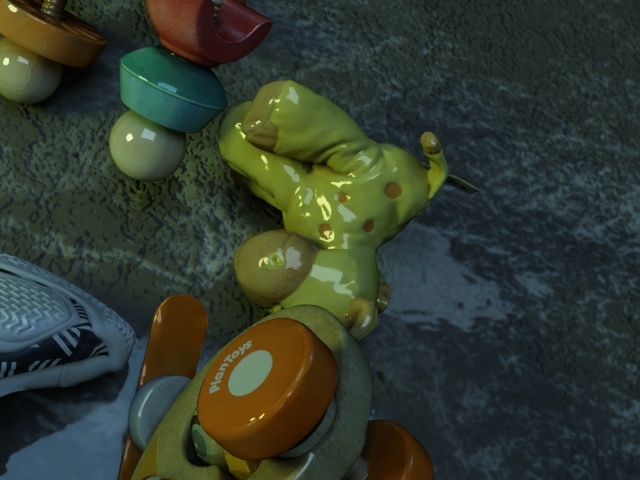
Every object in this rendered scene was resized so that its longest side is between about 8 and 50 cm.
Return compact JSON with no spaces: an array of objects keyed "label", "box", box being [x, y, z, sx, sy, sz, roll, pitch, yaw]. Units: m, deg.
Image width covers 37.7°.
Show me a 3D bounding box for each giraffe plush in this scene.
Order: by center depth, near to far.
[{"label":"giraffe plush","box":[0.000,0.000,0.733,0.210,0.181,0.170,18,74,8]}]

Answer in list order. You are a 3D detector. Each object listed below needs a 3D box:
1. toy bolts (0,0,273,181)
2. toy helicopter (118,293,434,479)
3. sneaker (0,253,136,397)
[{"label":"toy bolts","box":[-0.146,-0.149,0.780,0.228,0.158,0.218,37,18,36]},{"label":"toy helicopter","box":[-0.115,0.176,0.617,0.355,0.235,0.140,-44,121,-4]},{"label":"sneaker","box":[-0.305,0.112,0.609,0.366,0.210,0.137,9,16,-46]}]
